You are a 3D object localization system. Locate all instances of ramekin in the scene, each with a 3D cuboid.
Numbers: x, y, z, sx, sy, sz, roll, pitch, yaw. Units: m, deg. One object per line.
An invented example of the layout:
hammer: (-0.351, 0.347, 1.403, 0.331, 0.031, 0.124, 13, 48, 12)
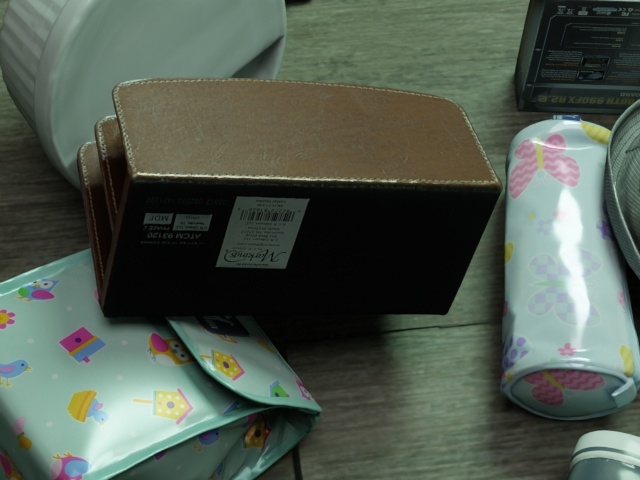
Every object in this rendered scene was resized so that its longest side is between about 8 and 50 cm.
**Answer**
ramekin: (-0.172, -0.180, 1.337, 0.273, 0.273, 0.127, -36, 53, -21)

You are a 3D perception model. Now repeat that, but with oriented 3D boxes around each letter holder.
letter holder: (-0.037, -0.064, 1.210, 0.301, 0.152, 0.214, 1, 44, -19)

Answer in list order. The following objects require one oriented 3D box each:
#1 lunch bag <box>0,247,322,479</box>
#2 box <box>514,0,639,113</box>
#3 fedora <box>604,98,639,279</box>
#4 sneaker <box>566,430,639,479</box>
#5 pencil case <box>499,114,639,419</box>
lunch bag: (-0.155, 0.117, 1.212, 0.262, 0.160, 0.223, -23, 56, -31)
box: (0.314, -0.194, 1.396, 0.231, 0.183, 0.056, 2, 60, 0)
fedora: (0.381, -0.048, 1.280, 0.275, 0.124, 0.244, -30, 83, -39)
sneaker: (0.344, 0.263, 1.152, 0.321, 0.126, 0.127, 14, 56, 16)
pencil case: (0.225, 0.024, 1.299, 0.124, 0.113, 0.273, 3, 59, 5)
